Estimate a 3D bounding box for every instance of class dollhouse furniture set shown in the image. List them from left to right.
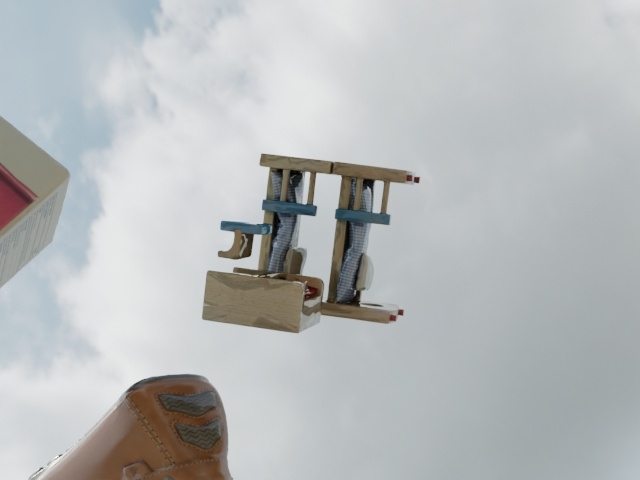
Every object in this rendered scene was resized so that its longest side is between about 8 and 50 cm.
[{"bbox_3d":[0.000,0.000,0.885,0.129,0.183,0.129,7,-87,11],"label":"dollhouse furniture set"}]

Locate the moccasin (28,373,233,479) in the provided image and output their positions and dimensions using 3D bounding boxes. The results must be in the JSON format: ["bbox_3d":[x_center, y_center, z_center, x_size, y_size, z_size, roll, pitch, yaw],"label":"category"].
[{"bbox_3d":[-0.195,0.270,1.062,0.139,0.147,0.380,6,-37,-44],"label":"moccasin"}]

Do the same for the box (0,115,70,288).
[{"bbox_3d":[-0.369,0.000,1.059,0.127,0.232,0.148,39,-35,3],"label":"box"}]
